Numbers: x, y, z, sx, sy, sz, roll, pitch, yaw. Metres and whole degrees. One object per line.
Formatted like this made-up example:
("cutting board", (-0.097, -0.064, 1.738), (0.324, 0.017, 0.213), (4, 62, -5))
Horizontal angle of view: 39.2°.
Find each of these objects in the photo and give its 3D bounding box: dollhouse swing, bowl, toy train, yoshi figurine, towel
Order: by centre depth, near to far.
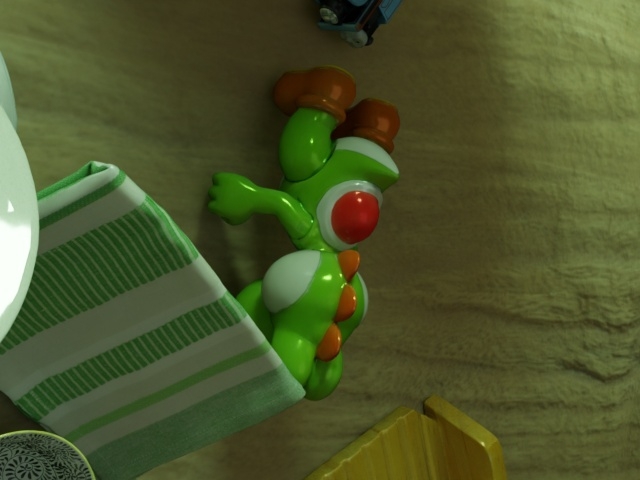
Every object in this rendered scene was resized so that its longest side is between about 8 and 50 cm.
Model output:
("bowl", (-0.299, 0.248, 0.824), (0.170, 0.080, 0.170), (-8, 102, -43))
("towel", (-0.196, 0.095, 0.830), (0.247, 0.038, 0.325), (-26, 123, 10))
("yoshi figurine", (-0.025, 0.001, 1.022), (0.203, 0.203, 0.362), (88, 11, -70))
("toy train", (0.064, -0.316, 1.087), (0.184, 0.080, 0.105), (-58, 135, -20))
("dollhouse swing", (0.174, 0.431, 1.145), (0.346, 0.305, 0.315), (-28, 114, -36))

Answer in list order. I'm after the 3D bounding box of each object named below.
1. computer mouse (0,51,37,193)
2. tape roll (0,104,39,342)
("computer mouse", (-0.303, -0.094, 0.796), (0.106, 0.042, 0.193), (-13, 105, -40))
("tape roll", (-0.364, -0.029, 0.520), (0.392, 0.072, 0.392), (23, 46, -26))
